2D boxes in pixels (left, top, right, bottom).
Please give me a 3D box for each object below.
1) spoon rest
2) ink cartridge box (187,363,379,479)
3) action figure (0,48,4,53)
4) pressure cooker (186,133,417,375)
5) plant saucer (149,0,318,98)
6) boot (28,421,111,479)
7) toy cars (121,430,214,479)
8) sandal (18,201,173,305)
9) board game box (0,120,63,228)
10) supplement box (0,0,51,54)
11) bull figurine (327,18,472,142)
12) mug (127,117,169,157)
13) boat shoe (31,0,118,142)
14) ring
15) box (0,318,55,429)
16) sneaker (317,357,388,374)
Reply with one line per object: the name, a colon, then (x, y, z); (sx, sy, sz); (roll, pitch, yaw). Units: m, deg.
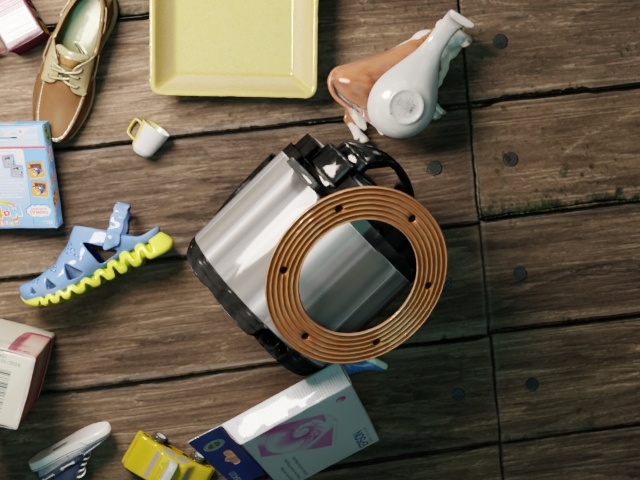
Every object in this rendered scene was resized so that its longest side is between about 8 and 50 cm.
spoon rest: (0.200, -0.326, 1.871); (0.137, 0.084, 0.276); (30, 107, -13)
ink cartridge box: (-0.060, 0.403, 1.913); (0.330, 0.324, 0.071); (-29, 58, -3)
action figure: (-0.801, -0.406, 1.829); (0.370, 0.248, 0.275); (6, 53, -19)
pressure cooker: (0.004, 0.004, 1.832); (0.420, 0.370, 0.375); (-44, 102, 4)
plant saucer: (-0.172, -0.455, 1.907); (0.333, 0.081, 0.333); (1, 96, -5)
boot: (-0.507, 0.453, 1.985); (0.190, 0.069, 0.086); (-26, 105, 6)
toy cars: (-0.286, 0.579, 2.006); (0.176, 0.087, 0.393); (-20, 98, -3)
sandal: (-0.464, 0.028, 1.917); (0.317, 0.126, 0.138); (-28, 95, -11)
board game box: (-0.605, -0.129, 1.883); (0.160, 0.039, 0.211); (0, 107, 7)
supplement box: (-0.612, -0.464, 1.847); (0.081, 0.104, 0.188); (-30, 99, -2)
bull figurine: (0.171, -0.326, 1.946); (0.310, 0.101, 0.188); (-19, 100, -4)
mug: (-0.353, -0.207, 1.934); (0.062, 0.078, 0.064); (26, 104, -40)
boat shoe: (-0.493, -0.354, 1.863); (0.123, 0.120, 0.324); (16, 94, -7)
ring: (0.063, 0.061, 1.653); (0.337, 0.032, 0.336); (-7, 114, -16)
box: (-0.615, 0.257, 1.861); (0.127, 0.232, 0.148); (15, 95, -8)
sneaker: (0.062, 0.274, 2.021); (0.152, 0.058, 0.084); (17, 89, -3)
